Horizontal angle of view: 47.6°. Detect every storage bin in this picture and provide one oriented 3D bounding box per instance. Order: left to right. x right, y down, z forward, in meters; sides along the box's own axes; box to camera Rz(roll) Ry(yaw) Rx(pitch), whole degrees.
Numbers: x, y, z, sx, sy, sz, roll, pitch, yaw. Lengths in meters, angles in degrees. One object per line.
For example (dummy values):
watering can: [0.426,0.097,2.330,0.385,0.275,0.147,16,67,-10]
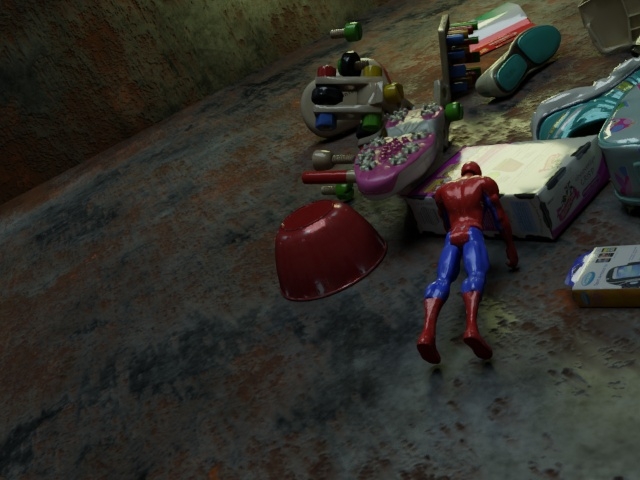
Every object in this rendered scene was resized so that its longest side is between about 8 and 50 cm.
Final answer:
storage bin: [0.677,-0.496,1.434,0.261,0.123,0.262,-9,28,39]

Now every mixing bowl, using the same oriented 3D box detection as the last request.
mixing bowl: [0.000,0.000,1.109,0.182,0.098,0.181,-22,21,9]

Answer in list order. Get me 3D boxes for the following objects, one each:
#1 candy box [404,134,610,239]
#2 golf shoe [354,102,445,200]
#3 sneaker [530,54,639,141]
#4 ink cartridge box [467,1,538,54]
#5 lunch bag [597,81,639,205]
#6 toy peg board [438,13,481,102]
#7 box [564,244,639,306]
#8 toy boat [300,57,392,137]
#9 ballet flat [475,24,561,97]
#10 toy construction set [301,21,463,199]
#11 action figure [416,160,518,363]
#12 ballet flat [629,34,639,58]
candy box: [0.258,-0.074,1.020,0.159,0.071,0.233,-39,24,-30]
golf shoe: [0.141,-0.115,1.147,0.115,0.140,0.306,-2,26,26]
sneaker: [0.451,-0.187,1.063,0.275,0.107,0.110,-26,41,13]
ink cartridge box: [0.456,-0.559,1.916,0.181,0.056,0.224,-25,20,5]
lunch bag: [0.479,-0.131,0.854,0.279,0.107,0.224,-7,32,41]
toy peg board: [0.313,-0.410,1.616,0.079,0.161,0.160,-4,28,15]
box: [0.328,0.036,0.757,0.136,0.028,0.081,-7,29,45]
toy boat: [0.067,-0.337,1.779,0.231,0.150,0.151,-22,-8,9]
ballet flat: [0.410,-0.373,1.523,0.248,0.086,0.086,-40,25,-28]
toy construction set: [0.123,-0.212,1.336,0.237,0.257,0.308,2,54,29]
action figure: [0.183,0.031,0.871,0.092,0.139,0.280,-10,49,29]
ballet flat: [0.575,-0.303,1.210,0.068,0.072,0.213,-49,13,21]
